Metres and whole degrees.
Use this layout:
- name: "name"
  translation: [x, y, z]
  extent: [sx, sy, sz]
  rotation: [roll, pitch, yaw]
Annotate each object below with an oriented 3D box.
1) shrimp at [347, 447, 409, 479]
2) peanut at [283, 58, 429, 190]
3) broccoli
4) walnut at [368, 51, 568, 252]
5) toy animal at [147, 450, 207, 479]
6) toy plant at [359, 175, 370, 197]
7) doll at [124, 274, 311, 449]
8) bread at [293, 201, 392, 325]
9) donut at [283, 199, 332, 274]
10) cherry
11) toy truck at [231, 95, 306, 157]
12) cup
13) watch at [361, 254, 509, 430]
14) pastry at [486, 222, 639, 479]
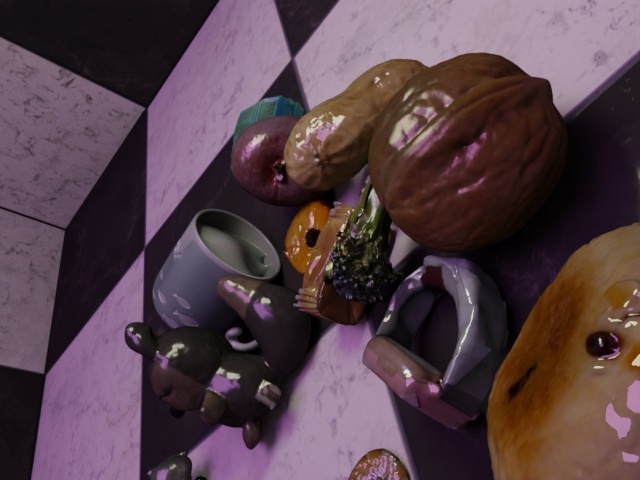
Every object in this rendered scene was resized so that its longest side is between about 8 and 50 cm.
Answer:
- name: "shrimp"
  translation: [0.087, 0.473, 1.049]
  extent: [0.150, 0.051, 0.217]
  rotation: [18, 81, 49]
- name: "peanut"
  translation: [0.083, -0.257, 1.313]
  extent: [0.387, 0.169, 0.192]
  rotation: [-40, 4, -6]
- name: "broccoli"
  translation: [0.103, -0.031, 1.154]
  extent: [0.165, 0.145, 0.304]
  rotation: [118, 166, -79]
- name: "walnut"
  translation: [0.238, -0.144, 1.003]
  extent: [0.333, 0.332, 0.333]
  rotation: [-31, 47, 41]
- name: "toy animal"
  translation: [-0.334, 0.644, 1.476]
  extent: [0.108, 0.138, 0.236]
  rotation: [108, 147, -54]
- name: "toy plant"
  translation: [0.170, -0.143, 1.257]
  extent: [0.200, 0.105, 0.143]
  rotation: [-50, 42, 4]
- name: "doll"
  translation: [-0.231, 0.250, 1.422]
  extent: [0.379, 0.382, 0.252]
  rotation: [-57, -10, -16]
- name: "bread"
  translation: [0.049, 0.051, 1.273]
  extent: [0.107, 0.136, 0.241]
  rotation: [7, 75, 58]
- name: "donut"
  translation: [0.000, 0.002, 1.429]
  extent: [0.190, 0.074, 0.174]
  rotation: [30, 95, 52]
- name: "cherry"
  translation: [-0.084, -0.195, 1.511]
  extent: [0.307, 0.261, 0.221]
  rotation: [-47, -33, -84]
- name: "toy truck"
  translation: [-0.157, -0.307, 1.756]
  extent: [0.278, 0.156, 0.155]
  rotation: [-12, 61, 49]
- name: "cup"
  translation: [-0.253, 0.136, 1.580]
  extent: [0.357, 0.259, 0.274]
  rotation: [50, 116, 20]
- name: "watch"
  translation: [0.203, 0.151, 1.007]
  extent: [0.241, 0.161, 0.253]
  rotation: [-54, 28, -2]
- name: "pastry"
  translation: [0.357, 0.179, 0.602]
  extent: [0.389, 0.312, 0.388]
  rotation: [-63, 0, 1]
